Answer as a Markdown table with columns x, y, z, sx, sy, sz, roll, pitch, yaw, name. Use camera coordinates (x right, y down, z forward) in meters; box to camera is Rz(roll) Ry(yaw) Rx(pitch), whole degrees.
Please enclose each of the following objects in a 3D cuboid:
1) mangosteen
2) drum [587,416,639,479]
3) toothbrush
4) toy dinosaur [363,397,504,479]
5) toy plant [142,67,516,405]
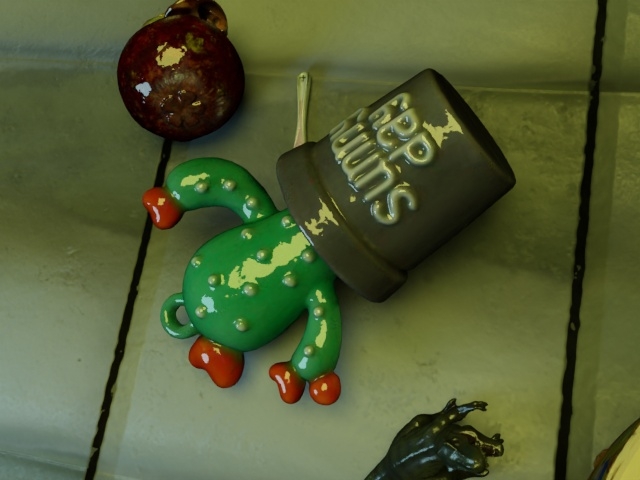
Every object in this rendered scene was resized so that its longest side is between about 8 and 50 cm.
| x | y | z | sx | sy | sz | roll | pitch | yaw | name |
| --- | --- | --- | --- | --- | --- | --- | --- | --- | --- |
| -0.159 | -0.203 | 1.030 | 0.156 | 0.181 | 0.145 | -33 | 112 | 17 | mangosteen |
| 0.415 | 0.300 | 0.699 | 0.432 | 0.214 | 0.430 | -3 | 73 | 10 | drum |
| -0.026 | -0.110 | 1.020 | 0.017 | 0.022 | 0.204 | -2 | 72 | 16 | toothbrush |
| 0.080 | 0.213 | 0.827 | 0.179 | 0.187 | 0.087 | -15 | 66 | -22 | toy dinosaur |
| -0.009 | -0.010 | 0.899 | 0.400 | 0.185 | 0.279 | -36 | 104 | 17 | toy plant |
